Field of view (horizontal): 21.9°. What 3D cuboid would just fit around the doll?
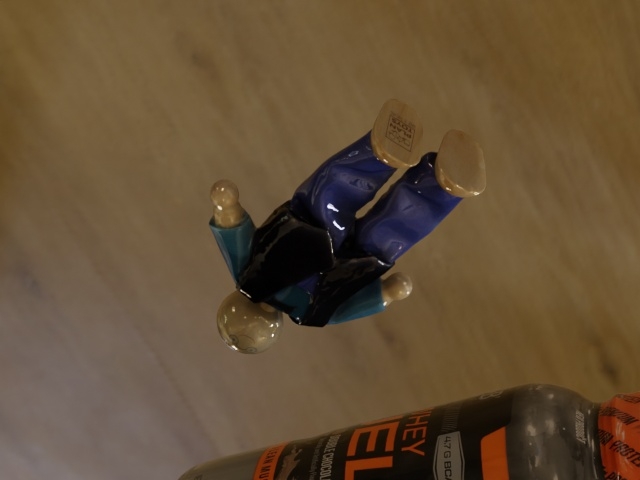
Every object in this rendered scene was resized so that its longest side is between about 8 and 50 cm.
[{"bbox_3d":[0.000,0.000,0.864,0.129,0.046,0.189,24,136,-21],"label":"doll"}]

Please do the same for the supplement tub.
[{"bbox_3d":[0.078,0.215,1.106,0.338,0.207,0.207,-15,125,16],"label":"supplement tub"}]
